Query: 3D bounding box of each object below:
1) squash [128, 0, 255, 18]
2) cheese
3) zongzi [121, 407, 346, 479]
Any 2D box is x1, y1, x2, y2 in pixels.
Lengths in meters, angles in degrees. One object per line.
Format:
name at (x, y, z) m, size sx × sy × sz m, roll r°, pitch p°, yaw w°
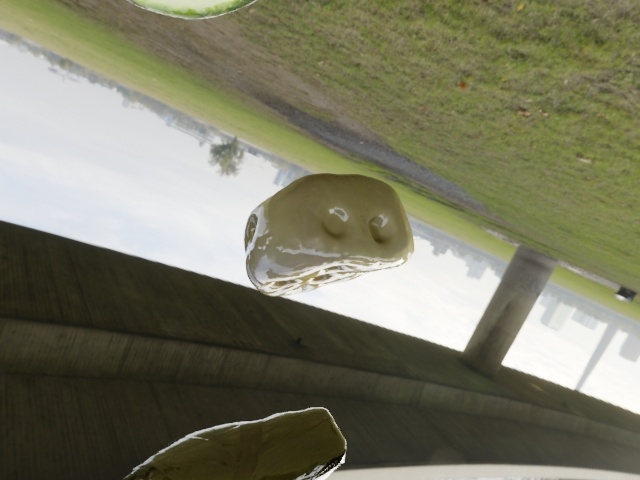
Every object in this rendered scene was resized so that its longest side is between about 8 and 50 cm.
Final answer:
squash at (-0.163, -0.515, 0.514) m, size 0.263 × 0.384 × 0.263 m, roll -3°, pitch 157°, yaw -1°
cheese at (0.000, 0.000, 0.533) m, size 0.218 × 0.117 × 0.235 m, roll -20°, pitch 164°, yaw 30°
zongzi at (-0.082, 0.282, 0.556) m, size 0.260 × 0.289 × 0.123 m, roll -15°, pitch -125°, yaw -15°
